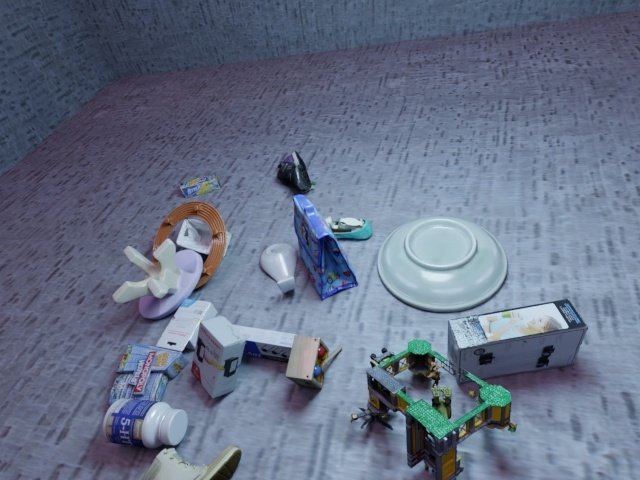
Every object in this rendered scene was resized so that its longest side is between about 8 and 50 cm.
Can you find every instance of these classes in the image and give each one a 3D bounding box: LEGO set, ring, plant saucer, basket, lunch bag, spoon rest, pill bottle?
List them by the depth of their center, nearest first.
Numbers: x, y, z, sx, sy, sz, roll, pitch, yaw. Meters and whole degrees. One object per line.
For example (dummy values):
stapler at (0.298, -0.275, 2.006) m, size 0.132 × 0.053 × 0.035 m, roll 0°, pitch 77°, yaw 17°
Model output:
LEGO set at (0.252, 0.398, 0.929) m, size 0.255 × 0.191 × 0.332 m, roll -22°, pitch 26°, yaw -34°
pill bottle at (-0.450, 0.475, 1.057) m, size 0.187 × 0.111 × 0.111 m, roll -1°, pitch 45°, yaw 15°
lunch bag at (0.000, 0.000, 1.285) m, size 0.138 × 0.293 × 0.220 m, roll -22°, pitch 44°, yaw -8°
plant saucer at (0.376, 0.036, 1.286) m, size 0.402 × 0.100 × 0.400 m, roll -8°, pitch 44°, yaw 8°
spoon rest at (-0.135, 0.093, 1.399) m, size 0.138 × 0.084 × 0.276 m, roll -18°, pitch 30°, yaw -5°
ring at (-0.484, 0.015, 1.468) m, size 0.337 × 0.032 × 0.335 m, roll -6°, pitch 75°, yaw 23°
basket at (-0.433, -0.008, 1.527) m, size 0.168 × 0.103 × 0.113 m, roll 15°, pitch 83°, yaw 26°

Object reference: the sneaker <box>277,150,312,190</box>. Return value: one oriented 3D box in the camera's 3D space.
sneaker at (-0.121, -0.272, 1.747) m, size 0.124 × 0.107 × 0.283 m, roll -30°, pitch 33°, yaw 11°

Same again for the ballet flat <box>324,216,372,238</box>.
ballet flat at (0.063, -0.050, 1.468) m, size 0.248 × 0.087 × 0.083 m, roll -1°, pitch 46°, yaw 15°

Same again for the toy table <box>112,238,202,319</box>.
toy table at (-0.534, 0.126, 1.336) m, size 0.252 × 0.161 × 0.274 m, roll 27°, pitch 80°, yaw 31°

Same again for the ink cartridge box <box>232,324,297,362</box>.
ink cartridge box at (-0.157, 0.299, 1.167) m, size 0.207 × 0.097 × 0.046 m, roll 4°, pitch 46°, yaw 20°

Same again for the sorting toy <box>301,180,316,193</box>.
sorting toy at (-0.050, -0.230, 1.736) m, size 0.083 × 0.012 × 0.062 m, roll -26°, pitch 40°, yaw -6°

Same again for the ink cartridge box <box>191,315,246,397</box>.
ink cartridge box at (-0.285, 0.317, 1.123) m, size 0.073 × 0.174 × 0.128 m, roll -6°, pitch 28°, yaw -46°

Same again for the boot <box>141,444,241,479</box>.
boot at (-0.310, 0.546, 0.974) m, size 0.165 × 0.077 × 0.213 m, roll 27°, pitch 60°, yaw 37°

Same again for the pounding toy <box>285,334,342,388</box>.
pounding toy at (-0.013, 0.322, 1.094) m, size 0.101 × 0.141 × 0.129 m, roll 3°, pitch 61°, yaw 18°

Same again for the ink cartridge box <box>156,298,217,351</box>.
ink cartridge box at (-0.419, 0.278, 1.286) m, size 0.105 × 0.061 × 0.181 m, roll 5°, pitch 47°, yaw 21°

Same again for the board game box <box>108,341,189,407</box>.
board game box at (-0.500, 0.391, 1.194) m, size 0.194 × 0.060 × 0.194 m, roll -6°, pitch 44°, yaw 10°

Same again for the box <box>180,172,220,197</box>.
box at (-0.549, -0.251, 1.861) m, size 0.169 × 0.059 × 0.054 m, roll -14°, pitch 43°, yaw 1°

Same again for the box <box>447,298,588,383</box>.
box at (0.467, 0.250, 0.996) m, size 0.291 × 0.169 × 0.087 m, roll -12°, pitch 41°, yaw 6°
